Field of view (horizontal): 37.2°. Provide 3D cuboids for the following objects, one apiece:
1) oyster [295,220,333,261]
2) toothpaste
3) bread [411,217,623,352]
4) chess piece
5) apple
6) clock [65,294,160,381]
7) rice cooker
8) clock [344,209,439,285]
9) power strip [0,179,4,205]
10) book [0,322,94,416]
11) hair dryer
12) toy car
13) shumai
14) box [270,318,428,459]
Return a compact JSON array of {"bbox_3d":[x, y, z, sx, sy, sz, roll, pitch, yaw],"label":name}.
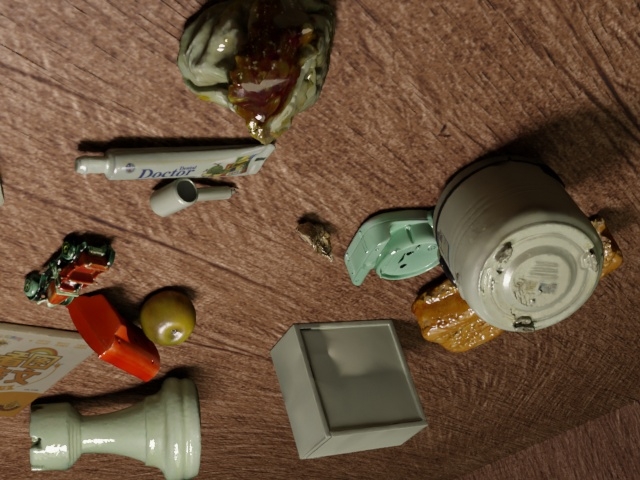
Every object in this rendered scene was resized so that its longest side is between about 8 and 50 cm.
[{"bbox_3d":[0.000,0.000,1.427,0.038,0.080,0.083,-42,-174,-1],"label":"oyster"},{"bbox_3d":[-0.177,-0.098,1.177,0.255,0.037,0.067,-5,151,-31],"label":"toothpaste"},{"bbox_3d":[0.351,0.070,1.724,0.380,0.109,0.185,-31,142,20],"label":"bread"},{"bbox_3d":[-0.375,0.352,1.739,0.299,0.194,0.194,-1,149,-14],"label":"chess piece"},{"bbox_3d":[-0.240,0.121,1.497,0.090,0.074,0.089,-14,132,-16],"label":"apple"},{"bbox_3d":[-0.311,0.147,1.469,0.061,0.113,0.155,-41,151,-2],"label":"clock"},{"bbox_3d":[0.286,0.002,1.407,0.226,0.244,0.226,-7,123,-11],"label":"rice cooker"},{"bbox_3d":[0.141,0.008,1.530,0.189,0.060,0.148,-8,151,-21],"label":"clock"},{"bbox_3d":[-0.403,-0.096,1.049,0.080,0.029,0.227,-8,152,-14],"label":"power strip"},{"bbox_3d":[-0.524,0.218,1.564,0.208,0.020,0.295,15,138,-45],"label":"book"},{"bbox_3d":[-0.159,-0.061,1.256,0.124,0.037,0.063,-9,173,-45],"label":"hair dryer"},{"bbox_3d":[-0.349,0.049,1.320,0.073,0.054,0.143,15,137,-45],"label":"toy car"},{"bbox_3d":[-0.045,-0.173,1.001,0.184,0.142,0.184,-11,150,-7],"label":"shumai"},{"bbox_3d":[0.051,0.279,1.791,0.225,0.225,0.117,0,148,-31],"label":"box"}]
